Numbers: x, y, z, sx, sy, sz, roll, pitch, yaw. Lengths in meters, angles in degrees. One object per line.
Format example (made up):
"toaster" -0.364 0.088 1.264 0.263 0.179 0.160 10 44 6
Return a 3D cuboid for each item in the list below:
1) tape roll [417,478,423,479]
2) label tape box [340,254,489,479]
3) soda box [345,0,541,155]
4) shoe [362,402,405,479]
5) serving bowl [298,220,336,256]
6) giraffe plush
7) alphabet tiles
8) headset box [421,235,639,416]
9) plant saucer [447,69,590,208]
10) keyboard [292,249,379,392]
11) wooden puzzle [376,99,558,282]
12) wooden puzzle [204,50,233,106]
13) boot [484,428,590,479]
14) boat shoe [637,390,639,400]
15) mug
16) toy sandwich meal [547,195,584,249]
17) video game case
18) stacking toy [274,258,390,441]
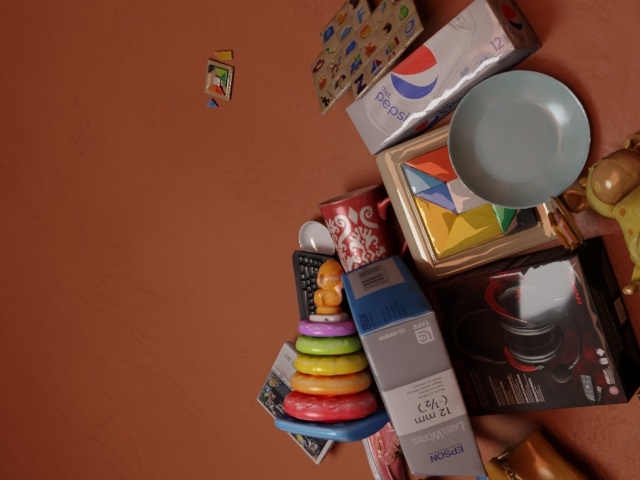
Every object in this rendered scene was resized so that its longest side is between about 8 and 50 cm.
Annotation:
"tape roll" 0.141 0.519 1.281 0.080 0.189 0.189 43 126 22
"label tape box" 0.145 0.226 1.114 0.115 0.249 0.347 -18 108 0
"soda box" 0.176 -0.241 1.084 0.286 0.098 0.091 -34 81 40
"shoe" 0.131 0.382 1.330 0.081 0.063 0.178 -22 90 38
"serving bowl" 0.000 0.000 1.340 0.083 0.027 0.083 16 119 33
"giraffe plush" 0.418 -0.054 0.931 0.170 0.181 0.210 56 166 25
"alphabet tiles" 0.062 -0.317 1.146 0.237 0.009 0.198 -43 45 39
"headset box" 0.301 0.139 1.090 0.293 0.110 0.218 -17 93 41
"plant saucer" 0.281 -0.143 1.032 0.195 0.037 0.194 1 96 13
"keyboard" 0.038 0.176 1.345 0.202 0.033 0.317 6 113 37
"wooden puzzle" 0.223 -0.070 1.093 0.239 0.044 0.220 -21 90 21
"wooden puzzle" -0.202 -0.316 1.417 0.079 0.014 0.116 18 115 34
"boot" 0.338 0.456 1.178 0.211 0.104 0.295 48 129 28
"boat shoe" 0.505 0.145 0.953 0.068 0.081 0.227 51 121 16
"mug" 0.083 0.000 1.218 0.150 0.113 0.169 -7 103 57
"toy sandwich meal" 0.330 -0.022 0.986 0.029 0.085 0.085 -33 81 15
"video game case" -0.033 0.321 1.431 0.190 0.022 0.173 41 125 24
"stacking toy" 0.016 0.183 1.253 0.166 0.175 0.301 -1 92 37
